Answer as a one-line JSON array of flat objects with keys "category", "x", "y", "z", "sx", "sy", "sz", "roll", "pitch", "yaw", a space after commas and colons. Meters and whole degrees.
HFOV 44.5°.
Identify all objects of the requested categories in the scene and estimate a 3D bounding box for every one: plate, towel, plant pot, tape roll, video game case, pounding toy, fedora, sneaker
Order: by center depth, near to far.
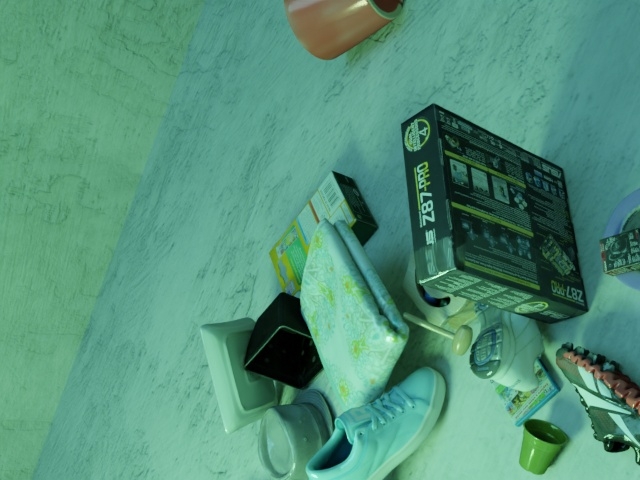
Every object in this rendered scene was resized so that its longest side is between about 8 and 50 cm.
[{"category": "tape roll", "x": 0.587, "y": 0.002, "z": 1.331, "sx": 0.189, "sy": 0.080, "sz": 0.189, "roll": -23, "pitch": 60, "yaw": 47}, {"category": "sneaker", "x": 0.492, "y": 0.281, "z": 1.333, "sx": 0.276, "sy": 0.097, "sz": 0.135, "roll": 40, "pitch": 107, "yaw": 50}, {"category": "plant pot", "x": 0.401, "y": 0.385, "z": 1.440, "sx": 0.083, "sy": 0.083, "sz": 0.079, "roll": 39, "pitch": 120, "yaw": 52}, {"category": "sneaker", "x": 0.371, "y": 0.166, "z": 1.513, "sx": 0.111, "sy": 0.129, "sz": 0.297, "roll": -41, "pitch": 22, "yaw": 48}, {"category": "video game case", "x": 0.389, "y": 0.265, "z": 1.547, "sx": 0.119, "sy": 0.015, "sz": 0.166, "roll": -51, "pitch": 41, "yaw": 27}, {"category": "sneaker", "x": 0.116, "y": 0.397, "z": 1.656, "sx": 0.366, "sy": 0.150, "sz": 0.135, "roll": -49, "pitch": 34, "yaw": -10}, {"category": "pounding toy", "x": 0.258, "y": 0.103, "z": 1.663, "sx": 0.154, "sy": 0.154, "sz": 0.269, "roll": -63, "pitch": 37, "yaw": 22}, {"category": "towel", "x": 0.059, "y": 0.178, "z": 1.791, "sx": 0.321, "sy": 0.090, "sz": 0.375, "roll": 104, "pitch": 147, "yaw": -45}, {"category": "fedora", "x": -0.077, "y": 0.509, "z": 1.980, "sx": 0.243, "sy": 0.124, "sz": 0.276, "roll": -42, "pitch": 46, "yaw": 35}, {"category": "plate", "x": -0.198, "y": 0.340, "z": 2.048, "sx": 0.045, "sy": 0.278, "sz": 0.278, "roll": -19, "pitch": 82, "yaw": 21}, {"category": "plant pot", "x": -0.079, "y": 0.251, "z": 2.050, "sx": 0.188, "sy": 0.187, "sz": 0.167, "roll": -50, "pitch": 29, "yaw": 29}, {"category": "plant pot", "x": 0.076, "y": -0.661, "z": 2.140, "sx": 0.243, "sy": 0.274, "sz": 0.275, "roll": -10, "pitch": 68, "yaw": 40}]

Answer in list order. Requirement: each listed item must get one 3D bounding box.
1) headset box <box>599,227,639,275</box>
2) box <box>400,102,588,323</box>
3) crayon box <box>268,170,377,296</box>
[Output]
[{"category": "headset box", "x": 0.513, "y": 0.021, "z": 1.325, "sx": 0.083, "sy": 0.032, "sz": 0.062, "roll": -25, "pitch": 57, "yaw": 47}, {"category": "box", "x": 0.324, "y": -0.039, "z": 1.430, "sx": 0.097, "sy": 0.394, "sz": 0.319, "roll": -29, "pitch": 56, "yaw": 42}, {"category": "crayon box", "x": 0.000, "y": 0.000, "z": 2.109, "sx": 0.323, "sy": 0.083, "sz": 0.203, "roll": -51, "pitch": 42, "yaw": 27}]
